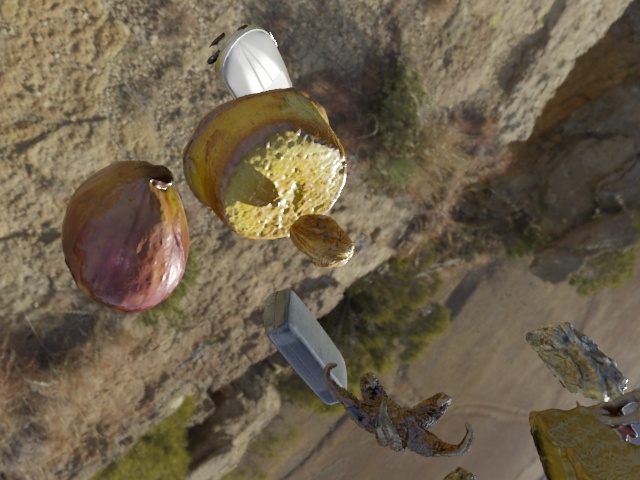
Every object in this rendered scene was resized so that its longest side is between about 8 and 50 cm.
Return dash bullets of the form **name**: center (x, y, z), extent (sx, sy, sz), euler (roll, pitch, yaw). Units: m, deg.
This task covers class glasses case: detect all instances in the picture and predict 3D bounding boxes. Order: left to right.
- **glasses case**: center (-0.029, 0.254, 1.496), extent (0.074, 0.131, 0.323), euler (-21, 128, 15)

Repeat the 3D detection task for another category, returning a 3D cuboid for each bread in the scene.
- **bread**: center (-0.085, -0.117, 1.027), extent (0.268, 0.145, 0.268), euler (-19, 135, -20)
- **bread**: center (0.000, 0.000, 0.992), extent (0.083, 0.110, 0.044), euler (-11, 134, -35)

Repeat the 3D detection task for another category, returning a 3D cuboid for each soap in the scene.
- **soap**: center (0.517, 0.427, 1.002), extent (0.169, 0.304, 0.338), euler (-21, 95, -27)

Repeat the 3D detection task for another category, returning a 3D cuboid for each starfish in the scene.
- **starfish**: center (0.088, 0.214, 0.793), extent (0.146, 0.190, 0.074), euler (-79, -171, -77)

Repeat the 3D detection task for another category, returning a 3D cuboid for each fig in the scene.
- **fig**: center (-0.327, -0.011, 1.075), extent (0.224, 0.224, 0.263), euler (-21, 120, -34)

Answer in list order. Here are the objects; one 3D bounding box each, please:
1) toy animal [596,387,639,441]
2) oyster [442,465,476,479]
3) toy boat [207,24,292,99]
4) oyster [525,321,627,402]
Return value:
- **toy animal**: center (0.436, 0.189, 0.768), extent (0.225, 0.284, 0.302), euler (-55, -175, -34)
- **oyster**: center (0.124, 0.474, 0.967), extent (0.345, 0.079, 0.129), euler (-57, 174, 17)
- **toy boat**: center (-0.145, -0.349, 1.284), extent (0.141, 0.141, 0.269), euler (-45, 153, -2)
- **oyster**: center (0.507, 0.225, 1.226), extent (0.133, 0.209, 0.072), euler (-35, 162, -31)
